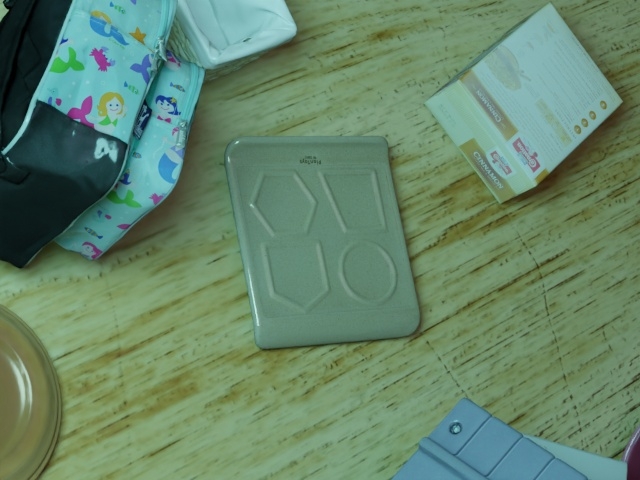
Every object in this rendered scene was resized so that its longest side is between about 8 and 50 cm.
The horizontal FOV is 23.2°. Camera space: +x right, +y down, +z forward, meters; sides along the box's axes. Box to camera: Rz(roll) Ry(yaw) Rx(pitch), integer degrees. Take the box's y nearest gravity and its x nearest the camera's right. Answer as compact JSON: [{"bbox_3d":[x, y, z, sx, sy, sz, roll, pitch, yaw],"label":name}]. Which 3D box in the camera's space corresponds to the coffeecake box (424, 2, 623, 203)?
[{"bbox_3d":[0.226,-0.153,1.726,0.185,0.068,0.142,-41,97,-35],"label":"coffeecake box"}]

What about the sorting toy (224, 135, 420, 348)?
[{"bbox_3d":[0.000,0.000,1.558,0.193,0.038,0.208,-3,79,-32],"label":"sorting toy"}]

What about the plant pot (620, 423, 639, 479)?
[{"bbox_3d":[0.444,0.272,1.648,0.180,0.201,0.201,29,59,-38],"label":"plant pot"}]

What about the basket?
[{"bbox_3d":[-0.121,-0.241,1.523,0.113,0.103,0.167,-25,88,-35],"label":"basket"}]

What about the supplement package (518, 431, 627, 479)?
[{"bbox_3d":[0.201,0.257,1.544,0.179,0.105,0.105,19,64,-24],"label":"supplement package"}]

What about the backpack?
[{"bbox_3d":[-0.214,-0.121,1.353,0.191,0.225,0.253,22,53,-27],"label":"backpack"}]

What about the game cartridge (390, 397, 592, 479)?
[{"bbox_3d":[0.102,0.323,1.355,0.355,0.230,0.068,-46,141,-18],"label":"game cartridge"}]

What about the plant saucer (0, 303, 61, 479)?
[{"bbox_3d":[-0.309,0.134,1.317,0.200,0.037,0.200,10,69,-28],"label":"plant saucer"}]
